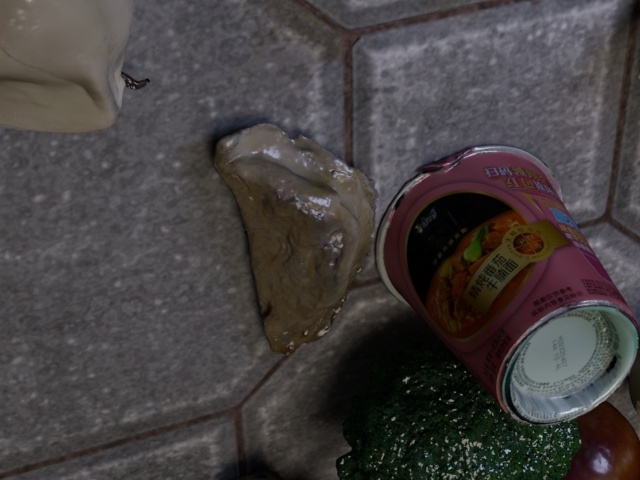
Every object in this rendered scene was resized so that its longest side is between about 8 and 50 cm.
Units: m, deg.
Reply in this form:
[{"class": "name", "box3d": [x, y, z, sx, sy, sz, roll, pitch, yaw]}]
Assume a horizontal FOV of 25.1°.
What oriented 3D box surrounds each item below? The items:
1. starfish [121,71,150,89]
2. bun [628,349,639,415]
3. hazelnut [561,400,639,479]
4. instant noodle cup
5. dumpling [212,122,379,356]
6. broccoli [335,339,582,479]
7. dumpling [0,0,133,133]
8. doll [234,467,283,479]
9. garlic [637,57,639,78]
[{"class": "starfish", "box3d": [-0.217, -0.162, 1.294, 0.133, 0.041, 0.130, 3, 133, -36]}, {"class": "bun", "box3d": [0.531, 0.155, 1.830, 0.287, 0.146, 0.287, -4, 161, -1]}, {"class": "hazelnut", "box3d": [0.306, 0.291, 1.841, 0.204, 0.178, 0.178, -22, 142, 35]}, {"class": "instant noodle cup", "box3d": [0.212, 0.056, 1.538, 0.244, 0.255, 0.243, -12, 128, -16]}, {"class": "dumpling", "box3d": [-0.002, 0.004, 1.509, 0.166, 0.086, 0.332, -21, 137, -6]}, {"class": "broccoli", "box3d": [0.147, 0.236, 1.666, 0.295, 0.245, 0.265, -31, 90, -4]}, {"class": "dumpling", "box3d": [-0.282, -0.225, 1.137, 0.260, 0.181, 0.341, -5, 154, -2]}, {"class": "doll", "box3d": [0.003, 0.341, 1.780, 0.286, 0.091, 0.202, 8, 156, -18]}, {"class": "garlic", "box3d": [0.504, -0.229, 1.506, 0.313, 0.286, 0.249, 13, 164, -27]}]
